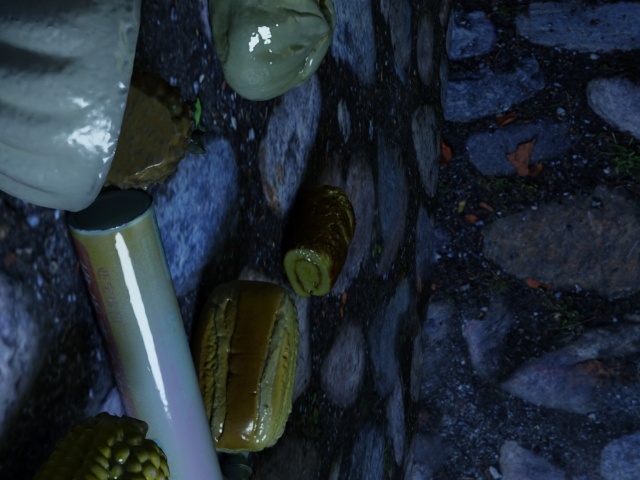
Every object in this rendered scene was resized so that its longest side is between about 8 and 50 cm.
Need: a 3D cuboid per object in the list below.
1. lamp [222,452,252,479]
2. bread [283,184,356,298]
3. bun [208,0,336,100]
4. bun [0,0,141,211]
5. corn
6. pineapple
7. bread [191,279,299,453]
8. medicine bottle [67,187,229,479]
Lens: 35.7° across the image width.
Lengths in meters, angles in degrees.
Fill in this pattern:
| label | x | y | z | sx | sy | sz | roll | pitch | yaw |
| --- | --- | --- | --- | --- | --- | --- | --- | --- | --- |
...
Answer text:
| label | x | y | z | sx | sy | sz | roll | pitch | yaw |
| --- | --- | --- | --- | --- | --- | --- | --- | --- | --- |
| lamp | -0.122 | 0.361 | 1.441 | 0.163 | 0.091 | 0.091 | -94 | 173 | -47 |
| bread | 0.000 | 0.000 | 1.749 | 0.132 | 0.103 | 0.172 | 71 | 29 | -42 |
| bun | -0.061 | -0.321 | 1.422 | 0.259 | 0.160 | 0.259 | 5 | 90 | -74 |
| bun | -0.255 | -0.160 | 0.798 | 0.263 | 0.175 | 0.263 | -174 | -90 | -66 |
| corn | -0.245 | 0.299 | 0.922 | 0.347 | 0.130 | 0.130 | -65 | 152 | -44 |
| pineapple | -0.185 | -0.118 | 1.059 | 0.248 | 0.128 | 0.128 | -59 | 149 | -85 |
| bread | -0.105 | 0.172 | 1.356 | 0.106 | 0.140 | 0.236 | 42 | 51 | -73 |
| medicine bottle | -0.191 | 0.147 | 1.139 | 0.108 | 0.108 | 0.426 | -62 | 148 | -56 |
